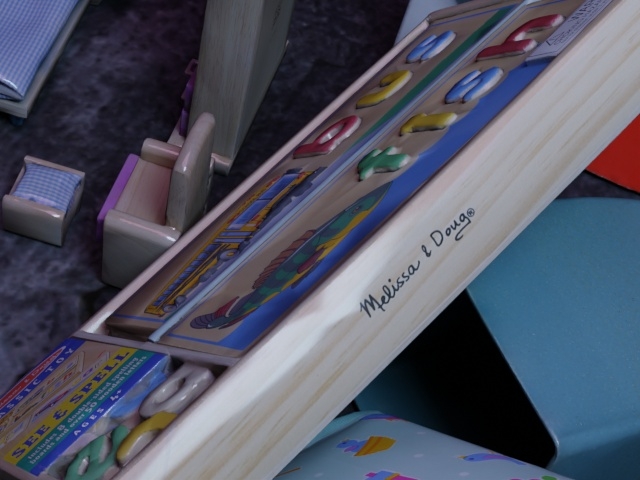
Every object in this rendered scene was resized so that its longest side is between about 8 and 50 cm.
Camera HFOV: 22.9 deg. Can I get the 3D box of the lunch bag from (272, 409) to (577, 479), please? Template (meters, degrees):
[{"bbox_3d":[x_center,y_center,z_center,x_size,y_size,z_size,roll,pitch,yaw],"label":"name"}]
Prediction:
[{"bbox_3d":[-0.007,0.195,0.743,0.262,0.160,0.223,-18,15,-27],"label":"lunch bag"}]

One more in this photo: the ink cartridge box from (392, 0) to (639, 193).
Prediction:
[{"bbox_3d":[0.190,-0.167,1.057,0.239,0.275,0.060,23,26,8],"label":"ink cartridge box"}]

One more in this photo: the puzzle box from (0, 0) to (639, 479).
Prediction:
[{"bbox_3d":[0.000,0.000,0.837,0.409,0.272,0.052,-43,106,-19],"label":"puzzle box"}]

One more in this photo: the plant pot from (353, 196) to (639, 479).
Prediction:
[{"bbox_3d":[0.168,0.078,0.933,0.234,0.165,0.165,-9,54,-26],"label":"plant pot"}]

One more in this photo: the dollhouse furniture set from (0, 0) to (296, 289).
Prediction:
[{"bbox_3d":[-0.183,-0.165,1.024,0.303,0.198,0.286,18,50,4],"label":"dollhouse furniture set"}]
